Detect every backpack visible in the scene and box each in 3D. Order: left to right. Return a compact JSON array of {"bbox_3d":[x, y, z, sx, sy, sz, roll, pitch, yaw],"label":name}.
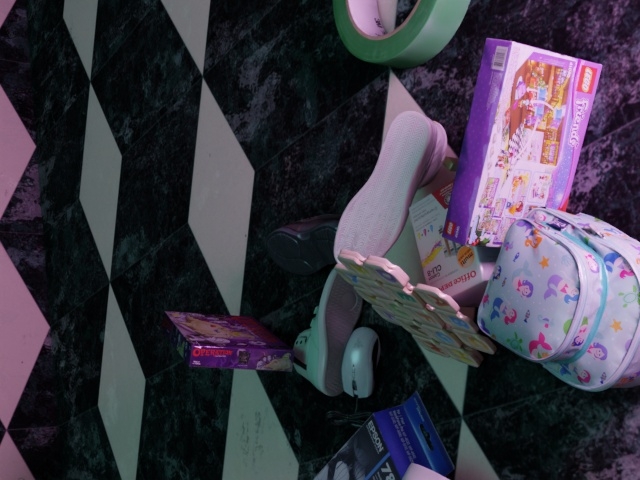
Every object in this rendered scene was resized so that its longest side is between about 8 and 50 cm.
[{"bbox_3d":[0.358,0.085,1.310,0.253,0.191,0.225,35,114,44],"label":"backpack"}]

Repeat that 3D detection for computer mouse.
[{"bbox_3d":[0.067,0.259,1.783,0.106,0.042,0.193,6,91,31],"label":"computer mouse"}]

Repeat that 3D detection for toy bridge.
[{"bbox_3d":[0.235,-0.125,1.588,0.026,0.063,0.188,52,126,43],"label":"toy bridge"}]

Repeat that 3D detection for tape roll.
[{"bbox_3d":[0.147,-0.480,1.730,0.321,0.077,0.321,-8,80,54],"label":"tape roll"}]

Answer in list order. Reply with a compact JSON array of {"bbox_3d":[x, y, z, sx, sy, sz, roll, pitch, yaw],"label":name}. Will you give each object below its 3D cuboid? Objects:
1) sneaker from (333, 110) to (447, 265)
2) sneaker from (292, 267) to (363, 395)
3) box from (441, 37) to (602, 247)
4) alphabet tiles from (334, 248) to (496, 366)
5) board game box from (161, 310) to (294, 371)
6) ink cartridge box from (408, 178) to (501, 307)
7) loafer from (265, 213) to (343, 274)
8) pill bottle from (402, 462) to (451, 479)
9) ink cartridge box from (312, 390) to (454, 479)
[{"bbox_3d":[0.134,-0.078,1.639,0.108,0.169,0.293,31,103,18],"label":"sneaker"},{"bbox_3d":[-0.001,0.163,1.864,0.151,0.094,0.256,16,99,56],"label":"sneaker"},{"bbox_3d":[0.296,-0.133,1.389,0.057,0.200,0.293,25,107,51],"label":"box"},{"bbox_3d":[0.146,0.112,1.537,0.278,0.284,0.021,13,62,53],"label":"alphabet tiles"},{"bbox_3d":[-0.200,0.204,1.959,0.347,0.208,0.056,-160,80,-70],"label":"board game box"},{"bbox_3d":[0.243,0.007,1.513,0.128,0.127,0.176,-33,62,47],"label":"ink cartridge box"},{"bbox_3d":[0.000,0.000,1.901,0.302,0.095,0.109,-11,109,58],"label":"loafer"},{"bbox_3d":[0.139,0.511,1.508,0.162,0.162,0.278,9,65,54],"label":"pill bottle"},{"bbox_3d":[0.101,0.433,1.728,0.333,0.065,0.165,-55,46,35],"label":"ink cartridge box"}]
